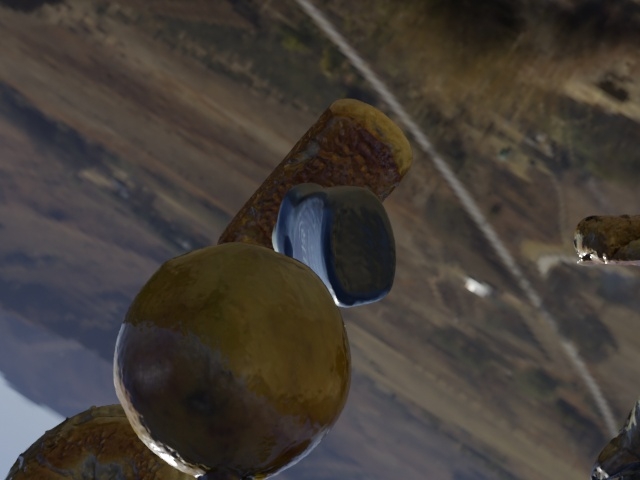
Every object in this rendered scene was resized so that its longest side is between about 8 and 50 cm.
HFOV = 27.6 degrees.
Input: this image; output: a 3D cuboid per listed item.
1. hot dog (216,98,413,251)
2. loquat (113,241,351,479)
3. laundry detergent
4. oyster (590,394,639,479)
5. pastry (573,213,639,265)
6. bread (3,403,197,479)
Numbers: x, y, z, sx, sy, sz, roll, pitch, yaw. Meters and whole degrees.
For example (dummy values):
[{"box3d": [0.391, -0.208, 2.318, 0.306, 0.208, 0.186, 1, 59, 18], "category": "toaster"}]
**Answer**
[{"box3d": [-0.012, -0.068, 2.336, 0.185, 0.405, 0.223, 40, -173, -6], "category": "hot dog"}, {"box3d": [-0.078, 0.127, 1.163, 0.214, 0.246, 0.213, 3, 160, 1], "category": "loquat"}, {"box3d": [0.000, 0.000, 1.643, 0.290, 0.094, 0.143, -170, 67, -70], "category": "laundry detergent"}, {"box3d": [0.420, 0.158, 1.401, 0.198, 0.337, 0.133, -9, -135, -40], "category": "oyster"}, {"box3d": [0.597, 0.000, 2.497, 0.219, 0.100, 0.229, 0, -179, 15], "category": "pastry"}, {"box3d": [-0.262, 0.343, 1.616, 0.306, 0.305, 0.158, 26, 157, 42], "category": "bread"}]
